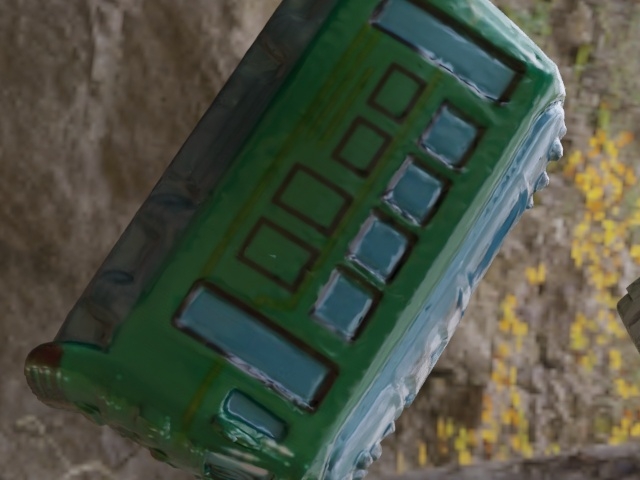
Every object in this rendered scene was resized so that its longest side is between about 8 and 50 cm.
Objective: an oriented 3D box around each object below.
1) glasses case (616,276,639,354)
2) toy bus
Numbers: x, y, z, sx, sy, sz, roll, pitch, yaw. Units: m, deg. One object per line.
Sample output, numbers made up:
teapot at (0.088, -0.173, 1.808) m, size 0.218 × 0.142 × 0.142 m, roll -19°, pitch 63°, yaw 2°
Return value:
glasses case at (0.298, 0.067, 1.148) m, size 0.062 × 0.095 × 0.272 m, roll 63°, pitch 8°, yaw -3°
toy bus at (0.000, 0.000, 0.864) m, size 0.343 × 0.199 × 0.183 m, roll -57°, pitch 173°, yaw -13°
